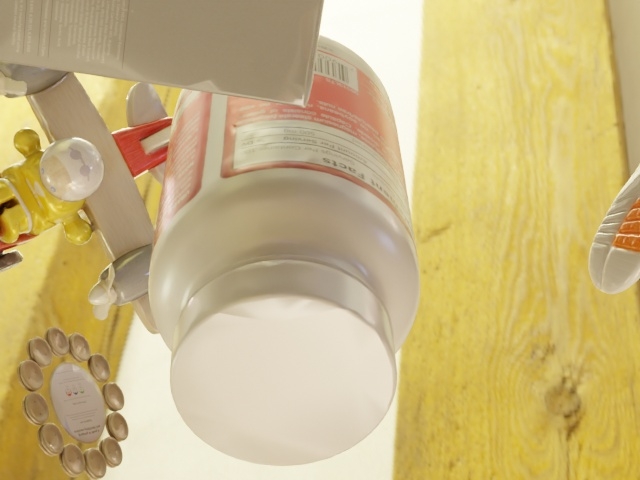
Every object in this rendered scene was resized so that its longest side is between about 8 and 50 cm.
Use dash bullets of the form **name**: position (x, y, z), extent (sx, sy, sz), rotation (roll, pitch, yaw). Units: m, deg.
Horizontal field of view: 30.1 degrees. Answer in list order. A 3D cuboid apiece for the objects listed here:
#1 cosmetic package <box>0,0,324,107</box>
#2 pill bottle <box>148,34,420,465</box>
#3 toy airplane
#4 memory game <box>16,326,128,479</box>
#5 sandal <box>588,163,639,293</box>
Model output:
- **cosmetic package**: position (-0.115, -0.171, 0.874), extent (0.238, 0.107, 0.127), rotation (12, -163, -1)
- **pill bottle**: position (-0.032, -0.006, 1.060), extent (0.229, 0.229, 0.407), rotation (-13, -146, 8)
- **toy airplane**: position (-0.331, -0.094, 1.677), extent (0.386, 0.272, 0.384), rotation (20, -99, -13)
- **memory game**: position (-0.282, 0.187, 1.369), extent (0.012, 0.186, 0.186), rotation (-24, -139, 21)
- **sandal**: position (0.384, -0.052, 1.275), extent (0.265, 0.076, 0.102), rotation (-63, -157, 9)
